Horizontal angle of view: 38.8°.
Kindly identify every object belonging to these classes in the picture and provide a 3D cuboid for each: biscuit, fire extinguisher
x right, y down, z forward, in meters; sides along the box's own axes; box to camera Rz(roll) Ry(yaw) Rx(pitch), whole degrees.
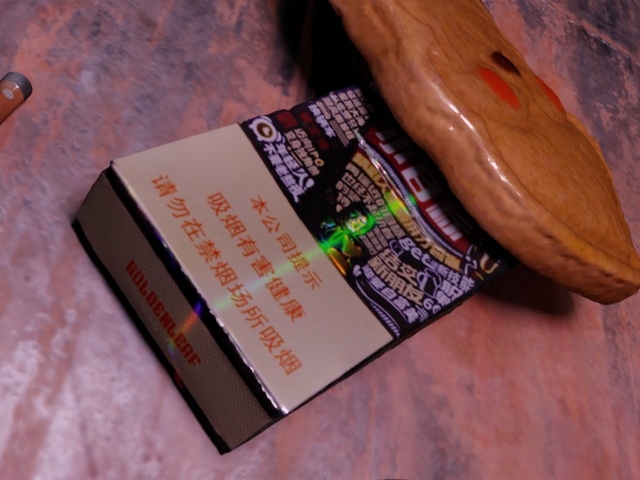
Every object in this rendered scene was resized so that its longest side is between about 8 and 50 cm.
[{"bbox_3d":[0.148,-0.138,0.835,0.350,0.078,0.455,-10,64,-56],"label":"biscuit"},{"bbox_3d":[-0.226,-0.083,0.622,0.028,0.023,0.083,60,36,-31],"label":"fire extinguisher"}]

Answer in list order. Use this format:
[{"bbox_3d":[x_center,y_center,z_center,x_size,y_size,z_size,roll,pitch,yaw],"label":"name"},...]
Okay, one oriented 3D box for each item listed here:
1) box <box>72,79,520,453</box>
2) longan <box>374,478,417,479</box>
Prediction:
[{"bbox_3d":[0.000,0.000,0.685,0.310,0.084,0.198,-26,76,-44],"label":"box"},{"bbox_3d":[0.050,0.228,0.480,0.220,0.196,0.196,23,48,-15],"label":"longan"}]
